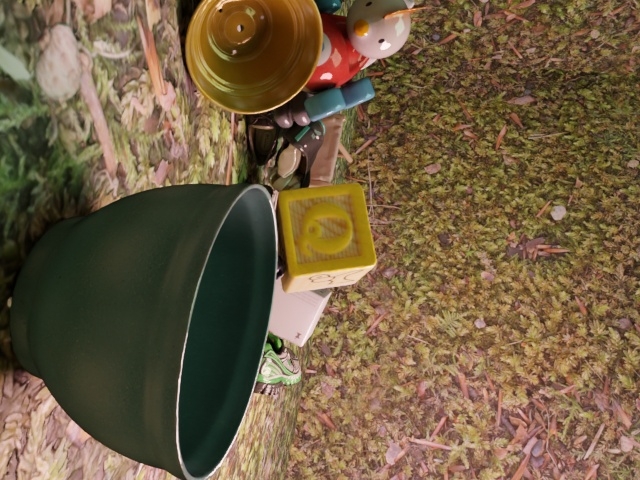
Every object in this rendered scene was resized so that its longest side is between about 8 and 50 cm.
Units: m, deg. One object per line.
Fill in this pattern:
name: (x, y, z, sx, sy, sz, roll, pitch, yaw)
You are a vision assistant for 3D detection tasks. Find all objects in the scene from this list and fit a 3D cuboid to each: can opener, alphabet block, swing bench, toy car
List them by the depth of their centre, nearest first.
toy car: (0.065, -0.361, 0.892, 0.210, 0.238, 0.219, -34, 106, -47)
can opener: (-0.032, -0.342, 1.027, 0.095, 0.076, 0.284, 43, 48, -59)
alphabet block: (0.000, 0.000, 1.151, 0.197, 0.192, 0.194, 122, -42, -72)
swing bench: (-0.006, -0.225, 1.605, 0.255, 0.165, 0.253, 69, 31, -64)

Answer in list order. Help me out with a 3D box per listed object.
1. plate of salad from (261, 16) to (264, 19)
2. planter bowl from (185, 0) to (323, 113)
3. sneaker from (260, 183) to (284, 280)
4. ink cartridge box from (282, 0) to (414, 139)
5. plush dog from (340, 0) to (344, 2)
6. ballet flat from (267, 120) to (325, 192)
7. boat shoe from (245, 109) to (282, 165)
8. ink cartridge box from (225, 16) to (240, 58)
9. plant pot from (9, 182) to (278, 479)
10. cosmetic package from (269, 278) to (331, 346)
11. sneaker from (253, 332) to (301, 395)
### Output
plate of salad: (-0.069, -0.524, 0.992, 0.200, 0.048, 0.200, -42, 166, -13)
planter bowl: (-0.112, -0.315, 0.792, 0.217, 0.217, 0.090, 91, -25, -45)
sneaker: (-0.130, 0.026, 1.087, 0.111, 0.121, 0.300, 69, 30, -76)
ink cartridge box: (0.044, -0.393, 1.202, 0.385, 0.091, 0.308, -56, -167, 11)
plush dog: (-0.012, -0.654, 1.140, 0.262, 0.210, 0.225, -149, -131, -66)
ballet flat: (-0.067, -0.161, 1.100, 0.096, 0.095, 0.280, -50, 172, -27)
boat shoe: (-0.113, -0.252, 1.057, 0.224, 0.080, 0.073, 97, 0, -47)
ink cartridge box: (-0.153, -0.342, 0.854, 0.083, 0.028, 0.048, 91, 11, -48)
plant pot: (-0.176, 0.073, 0.531, 0.293, 0.196, 0.293, 9, 90, -82)
cosmetic package: (-0.074, 0.188, 1.457, 0.151, 0.151, 0.183, -64, 174, 3)
sneaker: (-0.124, 0.333, 1.437, 0.343, 0.134, 0.146, 40, 59, -80)
